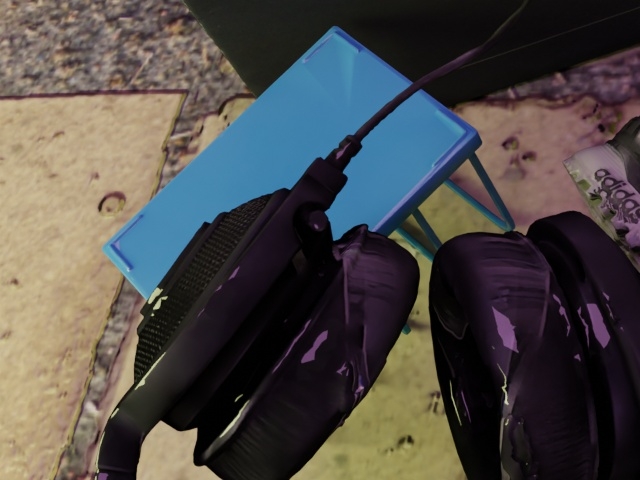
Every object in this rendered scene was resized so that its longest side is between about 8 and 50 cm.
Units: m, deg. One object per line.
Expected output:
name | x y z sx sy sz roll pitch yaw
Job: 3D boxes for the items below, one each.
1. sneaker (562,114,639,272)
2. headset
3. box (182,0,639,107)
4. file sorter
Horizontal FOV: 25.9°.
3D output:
sneaker | 0.235 0.020 0.596 0.146 0.102 0.293 -34 51 3
headset | 0.040 0.042 0.560 0.243 0.185 0.394 8 85 -6
box | 0.070 -0.241 0.712 0.343 0.312 0.179 -17 54 16
file sorter | 0.000 0.000 0.728 0.170 0.104 0.118 -44 52 -4
